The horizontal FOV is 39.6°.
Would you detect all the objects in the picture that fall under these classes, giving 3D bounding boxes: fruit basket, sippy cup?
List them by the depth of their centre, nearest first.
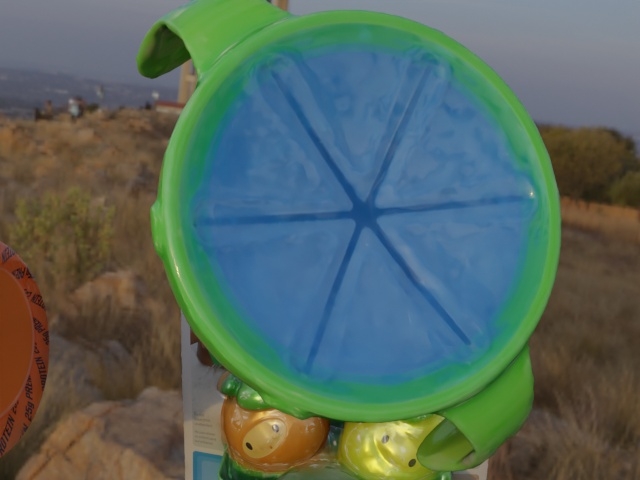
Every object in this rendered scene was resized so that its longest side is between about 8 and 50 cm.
[{"bbox_3d":[0.000,0.000,0.588,0.240,0.306,0.224,1,-10,-16],"label":"sippy cup"},{"bbox_3d":[0.017,0.161,0.897,0.327,0.353,0.165,4,27,3],"label":"fruit basket"}]

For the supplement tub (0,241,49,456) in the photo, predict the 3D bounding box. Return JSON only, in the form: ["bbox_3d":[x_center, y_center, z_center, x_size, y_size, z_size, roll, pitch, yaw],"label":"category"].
[{"bbox_3d":[-0.395,0.086,0.670,0.337,0.207,0.207,-3,5,16],"label":"supplement tub"}]
